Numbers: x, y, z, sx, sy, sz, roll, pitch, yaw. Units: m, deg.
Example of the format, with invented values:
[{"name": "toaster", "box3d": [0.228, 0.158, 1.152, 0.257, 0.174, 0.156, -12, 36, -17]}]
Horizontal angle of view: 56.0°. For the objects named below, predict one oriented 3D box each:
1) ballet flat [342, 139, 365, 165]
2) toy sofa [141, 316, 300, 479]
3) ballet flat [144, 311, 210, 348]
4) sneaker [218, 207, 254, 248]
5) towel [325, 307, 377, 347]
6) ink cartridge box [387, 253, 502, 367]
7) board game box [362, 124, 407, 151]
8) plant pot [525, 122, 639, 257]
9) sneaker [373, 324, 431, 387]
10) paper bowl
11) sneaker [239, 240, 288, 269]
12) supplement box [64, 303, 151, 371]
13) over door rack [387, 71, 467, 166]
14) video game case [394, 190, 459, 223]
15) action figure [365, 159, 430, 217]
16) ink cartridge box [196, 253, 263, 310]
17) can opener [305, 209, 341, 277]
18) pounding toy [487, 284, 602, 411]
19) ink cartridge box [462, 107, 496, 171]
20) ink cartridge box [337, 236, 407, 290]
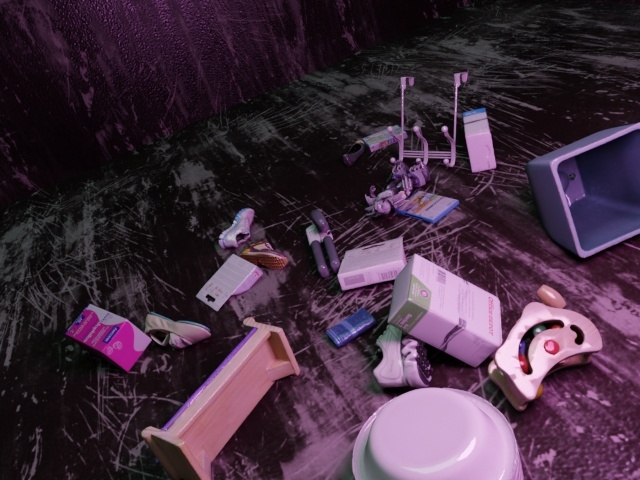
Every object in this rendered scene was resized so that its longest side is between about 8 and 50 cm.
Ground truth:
[{"name": "ballet flat", "box3d": [0.133, -0.350, 2.347, 0.058, 0.049, 0.173, -2, 34, 27]}, {"name": "toy sofa", "box3d": [-0.224, 0.344, 1.333, 0.177, 0.150, 0.362, 7, 40, 37]}, {"name": "ballet flat", "box3d": [-0.404, 0.260, 1.669, 0.249, 0.086, 0.086, 5, 39, 40]}, {"name": "sneaker", "box3d": [-0.266, -0.037, 2.076, 0.083, 0.071, 0.190, 7, 48, 29]}, {"name": "towel", "box3d": [0.076, 0.214, 1.482, 0.120, 0.029, 0.067, -29, 32, -15]}, {"name": "ink cartridge box", "box3d": [0.268, 0.150, 1.291, 0.220, 0.092, 0.160, 28, 37, -5]}, {"name": "board game box", "box3d": [0.254, -0.406, 2.388, 0.154, 0.026, 0.103, -22, 30, -2]}, {"name": "plant pot", "box3d": [0.652, -0.133, 1.502, 0.247, 0.247, 0.252, -23, 12, -5]}, {"name": "sneaker", "box3d": [0.181, 0.213, 1.355, 0.118, 0.110, 0.292, -20, 27, 23]}, {"name": "paper bowl", "box3d": [0.194, 0.371, 1.039, 0.285, 0.148, 0.284, -15, 29, 9]}, {"name": "sneaker", "box3d": [-0.166, 0.037, 1.879, 0.186, 0.069, 0.084, 5, 44, 35]}, {"name": "supplement box", "box3d": [-0.600, 0.272, 1.701, 0.220, 0.114, 0.111, 10, 57, 40]}, {"name": "over door rack", "box3d": [0.359, -0.422, 2.081, 0.240, 0.324, 0.108, 9, 4, 40]}, {"name": "video game case", "box3d": [0.327, -0.105, 1.865, 0.119, 0.015, 0.166, -36, 33, -24]}, {"name": "action figure", "box3d": [0.238, -0.165, 1.924, 0.185, 0.099, 0.285, -9, 25, 40]}, {"name": "ink cartridge box", "box3d": [-0.278, 0.135, 1.837, 0.145, 0.045, 0.179, 22, 68, 49]}, {"name": "can opener", "box3d": [0.000, 0.000, 1.812, 0.076, 0.095, 0.283, -20, 30, 2]}, {"name": "pounding toy", "box3d": [0.447, 0.225, 1.200, 0.154, 0.154, 0.269, 33, 64, 21]}, {"name": "ink cartridge box", "box3d": [0.524, -0.333, 1.990, 0.082, 0.139, 0.190, -9, 32, 17]}, {"name": "ink cartridge box", "box3d": [0.150, 0.063, 1.685, 0.181, 0.056, 0.224, -14, 12, 12]}]
